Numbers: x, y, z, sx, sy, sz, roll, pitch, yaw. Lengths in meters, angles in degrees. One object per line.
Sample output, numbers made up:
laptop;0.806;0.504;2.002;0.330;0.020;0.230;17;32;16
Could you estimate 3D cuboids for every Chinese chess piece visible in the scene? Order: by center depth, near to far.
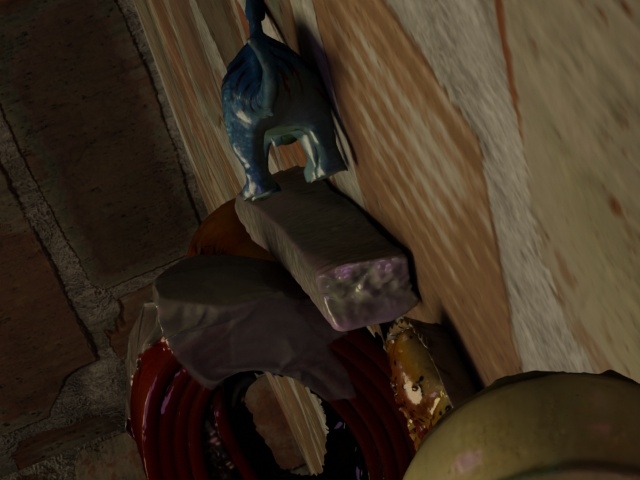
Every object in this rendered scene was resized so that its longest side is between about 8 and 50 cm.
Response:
Chinese chess piece;0.085;0.103;0.518;0.051;0.122;0.122;-86;-19;-59

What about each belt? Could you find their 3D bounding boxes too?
belt;-0.034;0.153;1.229;0.324;0.227;0.115;65;174;-25

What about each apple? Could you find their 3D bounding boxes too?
apple;-0.055;0.025;1.381;0.146;0.146;0.146;158;90;-84

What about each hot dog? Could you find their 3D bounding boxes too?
hot dog;0.087;0.138;0.935;0.108;0.059;0.191;87;162;-59

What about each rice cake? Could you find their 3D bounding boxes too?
rice cake;0.000;0.000;1.147;0.365;0.073;0.056;-139;30;-72

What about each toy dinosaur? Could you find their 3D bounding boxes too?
toy dinosaur;-0.029;-0.090;1.058;0.329;0.076;0.144;-94;-10;-76

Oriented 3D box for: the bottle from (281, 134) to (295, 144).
bottle;-0.027;-0.093;1.213;0.083;0.030;0.030;161;87;-85
